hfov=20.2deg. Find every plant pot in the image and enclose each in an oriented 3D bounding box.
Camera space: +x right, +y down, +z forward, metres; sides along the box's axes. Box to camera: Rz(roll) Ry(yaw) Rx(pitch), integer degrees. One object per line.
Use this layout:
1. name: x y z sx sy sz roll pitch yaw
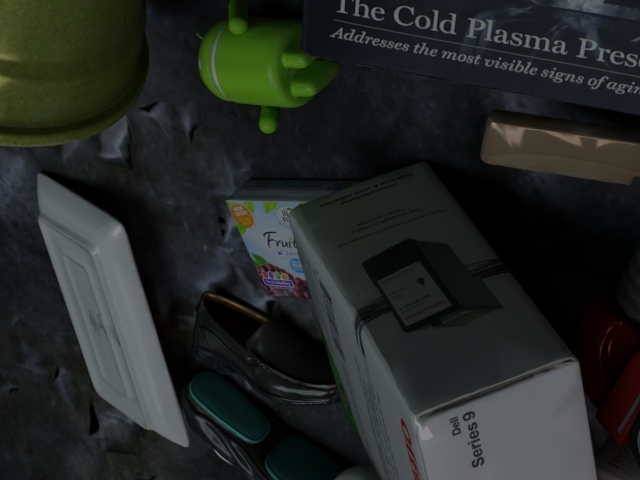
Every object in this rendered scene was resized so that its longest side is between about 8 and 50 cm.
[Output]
1. plant pot: -0.213 -0.253 1.283 0.276 0.276 0.254 37 129 8

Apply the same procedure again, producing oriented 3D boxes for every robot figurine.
1. robot figurine: -0.043 -0.136 1.364 0.115 0.067 0.101 9 132 36

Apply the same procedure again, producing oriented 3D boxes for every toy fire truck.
1. toy fire truck: 0.223 0.019 1.225 0.246 0.158 0.217 48 133 29

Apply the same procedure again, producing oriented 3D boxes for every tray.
1. tray: -0.202 0.073 1.692 0.145 0.030 0.270 28 141 43

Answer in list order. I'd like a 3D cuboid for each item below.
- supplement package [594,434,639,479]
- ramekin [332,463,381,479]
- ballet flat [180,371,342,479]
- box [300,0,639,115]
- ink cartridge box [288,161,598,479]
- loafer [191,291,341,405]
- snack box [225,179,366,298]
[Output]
1. supplement package: 0.321 0.215 1.310 0.244 0.139 0.134 26 140 21
2. ramekin: 0.079 0.311 1.485 0.135 0.277 0.277 4 143 -16
3. ballet flat: -0.051 0.203 1.680 0.203 0.074 0.074 38 142 17
4. box: 0.176 -0.236 0.916 0.343 0.179 0.312 11 133 8
5. ink cartridge box: 0.092 0.109 1.308 0.289 0.121 0.211 -121 14 -55
6. loafer: -0.045 0.096 1.585 0.170 0.062 0.061 17 130 27
7. snack box: 0.000 0.000 1.474 0.141 0.037 0.100 2 124 40
